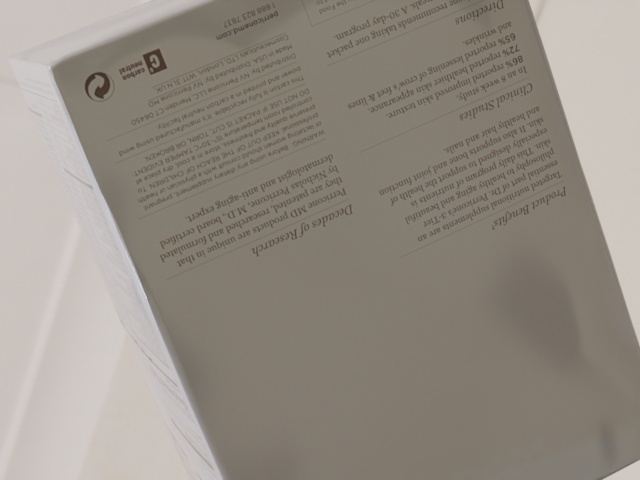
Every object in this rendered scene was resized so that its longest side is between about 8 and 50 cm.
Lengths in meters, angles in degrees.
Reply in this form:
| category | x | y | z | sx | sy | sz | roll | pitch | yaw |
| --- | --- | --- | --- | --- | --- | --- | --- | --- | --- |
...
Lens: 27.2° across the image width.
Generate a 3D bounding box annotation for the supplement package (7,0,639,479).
| category | x | y | z | sx | sy | sz | roll | pitch | yaw |
| --- | --- | --- | --- | --- | --- | --- | --- | --- | --- |
| supplement package | 0.000 | 0.000 | 0.632 | 0.199 | 0.198 | 0.263 | -24 | -75 | -13 |
